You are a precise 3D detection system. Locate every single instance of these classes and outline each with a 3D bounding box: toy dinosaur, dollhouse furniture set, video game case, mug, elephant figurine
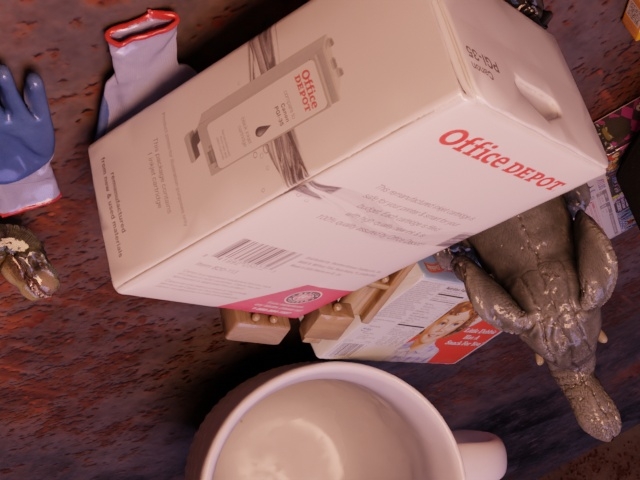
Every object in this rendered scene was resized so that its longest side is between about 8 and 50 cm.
[{"bbox_3d":[-0.310,0.005,0.757,0.118,0.064,0.268,-40,146,21],"label":"toy dinosaur"},{"bbox_3d":[0.000,0.000,0.949,0.151,0.144,0.123,9,135,-28],"label":"dollhouse furniture set"},{"bbox_3d":[0.322,-0.071,1.183,0.210,0.041,0.232,-29,154,9],"label":"video game case"},{"bbox_3d":[0.029,0.269,1.262,0.374,0.276,0.328,-8,175,-13],"label":"mug"},{"bbox_3d":[0.199,0.032,0.985,0.186,0.239,0.169,11,133,-30],"label":"elephant figurine"}]

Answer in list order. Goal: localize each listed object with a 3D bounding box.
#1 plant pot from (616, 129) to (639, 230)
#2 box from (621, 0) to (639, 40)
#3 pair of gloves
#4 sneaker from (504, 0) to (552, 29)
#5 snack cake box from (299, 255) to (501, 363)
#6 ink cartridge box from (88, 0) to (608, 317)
[{"bbox_3d":[0.395,-0.053,1.046,0.188,0.187,0.167,-10,161,-32],"label":"plant pot"},{"bbox_3d":[0.297,-0.222,0.890,0.081,0.028,0.136,-21,156,-9],"label":"box"},{"bbox_3d":[-0.168,-0.082,0.752,0.198,0.023,0.159,-20,152,-13],"label":"pair of gloves"},{"bbox_3d":[0.110,-0.168,0.794,0.084,0.058,0.152,-42,146,25],"label":"sneaker"},{"bbox_3d":[0.111,0.056,1.185,0.152,0.089,0.264,-40,151,27],"label":"snack cake box"},{"bbox_3d":[0.018,-0.055,0.753,0.283,0.117,0.207,-27,156,29],"label":"ink cartridge box"}]
